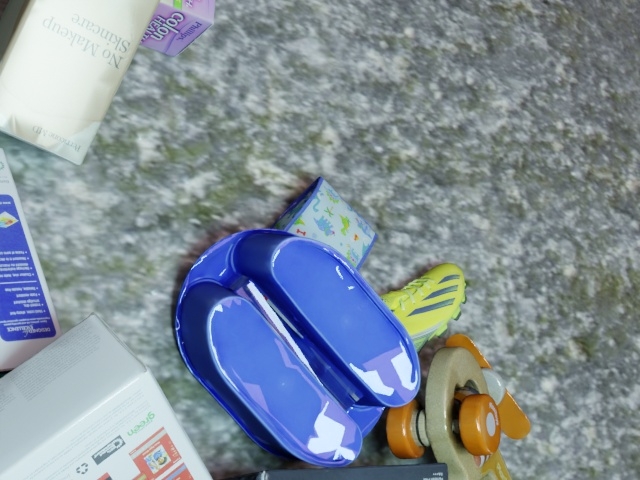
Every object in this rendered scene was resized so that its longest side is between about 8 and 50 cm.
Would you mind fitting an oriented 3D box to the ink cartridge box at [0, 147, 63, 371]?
[{"bbox_3d":[-0.393,0.043,1.169,0.165,0.065,0.333,-2,56,-39],"label":"ink cartridge box"}]

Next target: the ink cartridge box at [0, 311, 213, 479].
[{"bbox_3d":[-0.279,0.280,1.086,0.309,0.130,0.272,-36,132,-18],"label":"ink cartridge box"}]

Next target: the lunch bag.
[{"bbox_3d":[0.000,0.000,1.530,0.129,0.096,0.151,46,61,-14],"label":"lunch bag"}]

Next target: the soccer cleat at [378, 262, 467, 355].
[{"bbox_3d":[0.127,0.110,1.589,0.121,0.093,0.289,49,51,-9],"label":"soccer cleat"}]

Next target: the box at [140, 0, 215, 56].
[{"bbox_3d":[-0.271,-0.405,1.459,0.243,0.117,0.214,15,64,-32],"label":"box"}]

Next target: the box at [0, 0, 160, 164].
[{"bbox_3d":[-0.300,-0.265,1.286,0.148,0.121,0.311,23,93,-30],"label":"box"}]

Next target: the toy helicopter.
[{"bbox_3d":[0.236,0.298,1.562,0.355,0.140,0.235,62,33,-30],"label":"toy helicopter"}]

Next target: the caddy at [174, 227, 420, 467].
[{"bbox_3d":[-0.034,0.142,1.399,0.241,0.179,0.341,-43,103,-14],"label":"caddy"}]

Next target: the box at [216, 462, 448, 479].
[{"bbox_3d":[0.011,0.436,1.311,0.296,0.182,0.294,7,70,-35],"label":"box"}]

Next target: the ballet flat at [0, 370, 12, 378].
[{"bbox_3d":[-0.379,0.133,1.201,0.221,0.077,0.079,9,64,-31],"label":"ballet flat"}]
